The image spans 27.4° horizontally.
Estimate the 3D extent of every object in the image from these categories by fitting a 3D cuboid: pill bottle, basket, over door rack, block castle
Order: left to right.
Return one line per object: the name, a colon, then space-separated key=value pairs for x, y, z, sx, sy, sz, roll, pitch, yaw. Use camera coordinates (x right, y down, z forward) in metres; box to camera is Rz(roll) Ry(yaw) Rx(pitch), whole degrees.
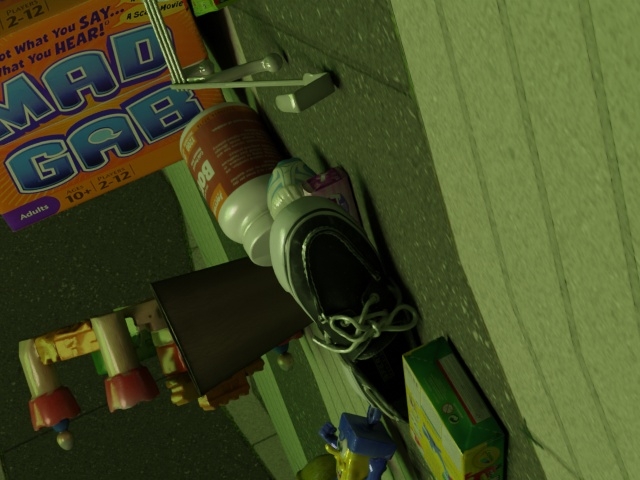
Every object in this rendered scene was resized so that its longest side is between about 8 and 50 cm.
block castle: x=-0.269 y=0.201 z=2.309 sx=0.303 sy=0.453 sz=0.212 roll=-18 pitch=90 yaw=41
over door rack: x=-0.099 y=-0.269 z=1.385 sx=0.324 sy=0.108 sz=0.239 roll=18 pitch=133 yaw=58
basket: x=-0.126 y=0.109 z=2.066 sx=0.204 sy=0.227 sz=0.154 roll=69 pitch=170 yaw=-24
pill bottle: x=-0.096 y=-0.074 z=1.758 sx=0.216 sy=0.121 sz=0.121 roll=59 pitch=169 yaw=33

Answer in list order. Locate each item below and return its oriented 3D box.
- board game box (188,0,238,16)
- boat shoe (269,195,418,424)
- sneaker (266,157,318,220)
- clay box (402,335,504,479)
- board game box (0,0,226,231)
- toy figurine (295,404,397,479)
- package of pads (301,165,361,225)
board game box: x=-0.139 y=-0.325 z=1.591 sx=0.092 sy=0.043 sz=0.181 roll=67 pitch=170 yaw=-12
boat shoe: x=0.044 y=0.086 z=1.431 sx=0.105 sy=0.113 sz=0.306 roll=41 pitch=157 yaw=54
sneaker: x=0.000 y=0.000 z=1.586 sx=0.086 sy=0.085 sz=0.237 roll=-86 pitch=-19 yaw=-48
clay box: x=0.141 y=0.209 z=1.376 sx=0.127 sy=0.053 sz=0.222 roll=60 pitch=170 yaw=31
board game box: x=-0.372 y=-0.303 z=1.831 sx=0.356 sy=0.356 sz=0.356 roll=71 pitch=175 yaw=-57
toy figurine: x=0.080 y=0.330 z=1.931 sx=0.362 sy=0.191 sz=0.217 roll=-122 pitch=40 yaw=-75
package of pads: x=0.012 y=-0.037 z=1.465 sx=0.032 sy=0.050 sz=0.083 roll=54 pitch=166 yaw=49
